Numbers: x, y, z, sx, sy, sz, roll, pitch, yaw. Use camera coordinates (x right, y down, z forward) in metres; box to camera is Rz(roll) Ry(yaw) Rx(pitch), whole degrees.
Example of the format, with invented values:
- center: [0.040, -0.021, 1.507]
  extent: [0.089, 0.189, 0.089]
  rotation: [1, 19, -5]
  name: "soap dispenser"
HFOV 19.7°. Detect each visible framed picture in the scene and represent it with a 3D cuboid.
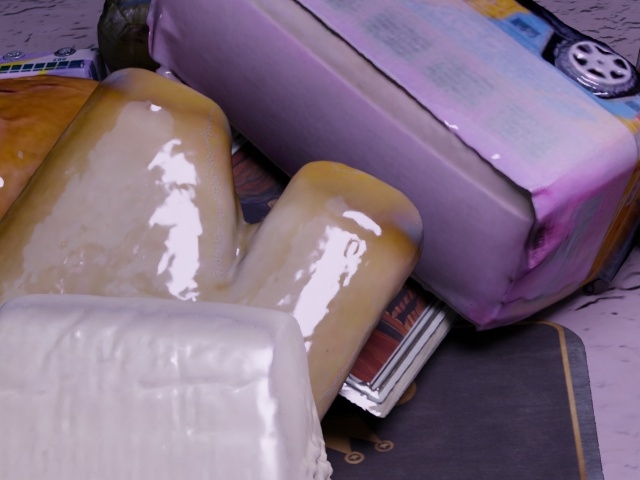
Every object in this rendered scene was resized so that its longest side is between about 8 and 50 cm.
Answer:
- center: [0.000, 0.000, 1.243]
  extent: [0.216, 0.016, 0.273]
  rotation: [31, 32, 7]
  name: "framed picture"

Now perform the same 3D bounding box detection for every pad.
- center: [-0.014, 0.081, 1.186]
  extent: [0.376, 0.063, 0.315]
  rotation: [-3, 28, 3]
  name: "pad"

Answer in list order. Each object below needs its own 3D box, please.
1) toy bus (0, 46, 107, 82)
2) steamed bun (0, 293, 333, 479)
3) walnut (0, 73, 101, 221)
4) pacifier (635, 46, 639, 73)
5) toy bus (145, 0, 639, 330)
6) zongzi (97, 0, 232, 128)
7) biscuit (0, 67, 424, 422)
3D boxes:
- center: [-0.245, -0.139, 1.643]
  extent: [0.102, 0.052, 0.058]
  rotation: [-3, 31, 8]
  name: "toy bus"
- center: [-0.089, 0.155, 0.926]
  extent: [0.200, 0.155, 0.250]
  rotation: [-2, 69, 8]
  name: "steamed bun"
- center: [-0.212, -0.013, 1.243]
  extent: [0.203, 0.203, 0.298]
  rotation: [8, 20, 22]
  name: "walnut"
- center: [0.327, -0.110, 1.320]
  extent: [0.273, 0.220, 0.332]
  rotation: [5, 53, 16]
  name: "pacifier"
- center: [0.044, -0.113, 1.265]
  extent: [0.386, 0.171, 0.162]
  rotation: [40, 39, 22]
  name: "toy bus"
- center: [-0.050, -0.104, 1.502]
  extent: [0.323, 0.160, 0.360]
  rotation: [-12, 52, 27]
  name: "zongzi"
- center: [-0.097, 0.046, 1.090]
  extent: [0.237, 0.062, 0.290]
  rotation: [27, 68, 14]
  name: "biscuit"
